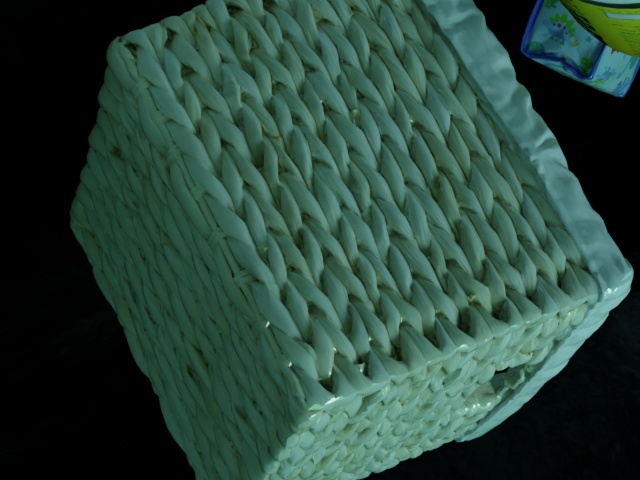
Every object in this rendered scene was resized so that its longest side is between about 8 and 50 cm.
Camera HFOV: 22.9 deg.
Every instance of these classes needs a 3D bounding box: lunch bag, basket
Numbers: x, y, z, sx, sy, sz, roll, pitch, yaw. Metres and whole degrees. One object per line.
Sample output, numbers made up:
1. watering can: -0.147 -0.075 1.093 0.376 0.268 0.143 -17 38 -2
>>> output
1. lunch bag: 0.258 -0.220 1.454 0.151 0.096 0.129 -66 158 9
2. basket: 0.000 0.000 1.192 0.266 0.331 0.328 -20 161 -22

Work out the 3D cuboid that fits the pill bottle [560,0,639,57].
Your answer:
1. pill bottle: 0.254 -0.239 1.191 0.188 0.188 0.334 -36 165 13
